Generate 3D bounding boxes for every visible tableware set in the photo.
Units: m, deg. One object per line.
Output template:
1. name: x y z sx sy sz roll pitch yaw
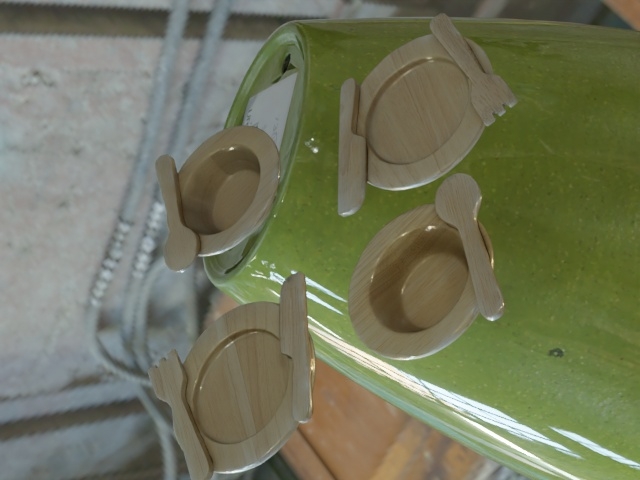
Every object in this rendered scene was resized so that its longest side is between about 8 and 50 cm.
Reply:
1. tableware set: 0.000 0.000 0.490 0.169 0.141 0.020 -28 140 25

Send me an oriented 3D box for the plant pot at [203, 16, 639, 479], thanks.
1. plant pot: 0.097 -0.003 0.721 0.294 0.274 0.274 15 124 -20
